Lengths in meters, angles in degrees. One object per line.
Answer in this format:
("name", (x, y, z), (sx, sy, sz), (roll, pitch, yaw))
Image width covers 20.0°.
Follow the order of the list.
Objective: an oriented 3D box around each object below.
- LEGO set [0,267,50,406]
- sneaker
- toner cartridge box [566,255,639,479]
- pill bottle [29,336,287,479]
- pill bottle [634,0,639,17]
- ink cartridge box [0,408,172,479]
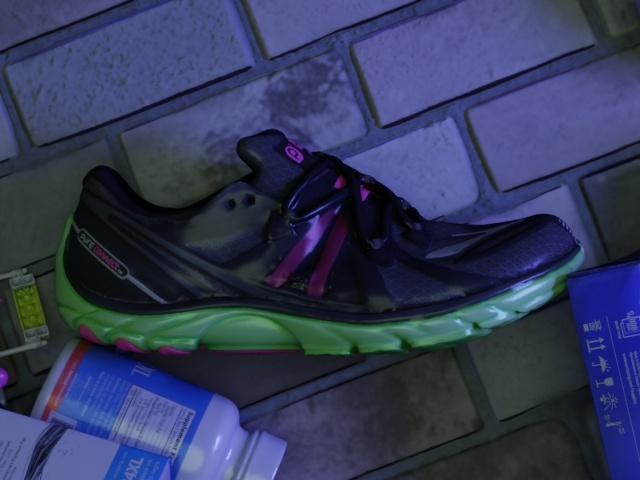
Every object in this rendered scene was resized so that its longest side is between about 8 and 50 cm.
("LEGO set", (-0.322, 0.015, 1.667), (0.107, 0.132, 0.287), (-15, 82, -10))
("sneaker", (0.000, 0.000, 1.635), (0.483, 0.185, 0.202), (0, 92, -2))
("toner cartridge box", (0.316, 0.186, 1.634), (0.075, 0.165, 0.347), (-13, 89, 28))
("pill bottle", (-0.149, 0.183, 1.656), (0.222, 0.124, 0.124), (23, 88, -1))
("pill bottle", (0.404, -0.258, 1.678), (0.216, 0.121, 0.121), (-45, 89, -1))
("ink cartridge box", (-0.237, 0.230, 1.584), (0.203, 0.148, 0.086), (16, 52, 9))
